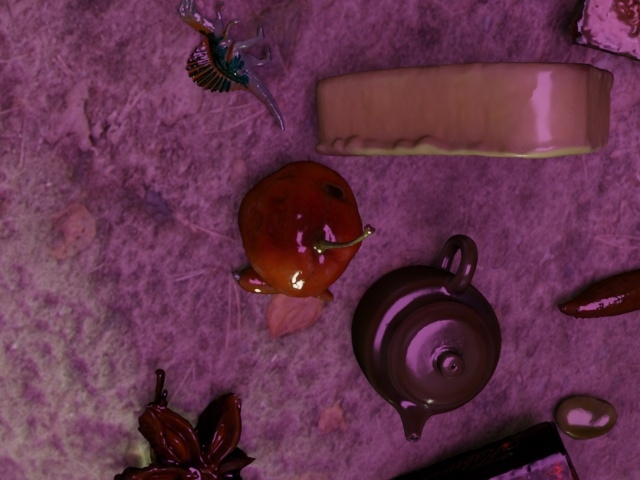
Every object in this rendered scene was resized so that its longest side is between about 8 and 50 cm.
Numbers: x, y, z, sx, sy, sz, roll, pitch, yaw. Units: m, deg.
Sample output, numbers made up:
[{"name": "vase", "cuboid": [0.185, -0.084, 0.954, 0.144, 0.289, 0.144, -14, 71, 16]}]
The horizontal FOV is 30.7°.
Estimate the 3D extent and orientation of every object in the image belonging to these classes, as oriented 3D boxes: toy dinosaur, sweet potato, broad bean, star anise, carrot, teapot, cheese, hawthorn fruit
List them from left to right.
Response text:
[{"name": "star anise", "cuboid": [-0.165, 0.299, 1.485, 0.190, 0.126, 0.220, 24, 68, -15]}, {"name": "toy dinosaur", "cuboid": [-0.113, -0.216, 1.431, 0.106, 0.044, 0.187, -9, 116, 4]}, {"name": "carrot", "cuboid": [-0.047, 0.057, 1.501, 0.142, 0.035, 0.035, 10, 99, -17]}, {"name": "hawthorn fruit", "cuboid": [0.000, 0.000, 1.367, 0.165, 0.285, 0.165, -5, 105, -20]}, {"name": "teapot", "cuboid": [0.147, 0.123, 1.479, 0.185, 0.175, 0.267, 14, 98, -16]}, {"name": "cheese", "cuboid": [0.162, -0.154, 1.391, 0.384, 0.384, 0.104, -3, 96, -10]}, {"name": "broad bean", "cuboid": [0.367, 0.246, 1.615, 0.083, 0.045, 0.063, -3, 101, -3]}, {"name": "sweet potato", "cuboid": [0.446, 0.063, 1.587, 0.264, 0.057, 0.057, -13, 104, -10]}]

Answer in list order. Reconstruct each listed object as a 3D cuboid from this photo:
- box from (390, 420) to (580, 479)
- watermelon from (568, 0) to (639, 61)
[{"name": "box", "cuboid": [0.272, 0.478, 1.573, 0.264, 0.116, 0.415, -23, 101, 8]}, {"name": "watermelon", "cuboid": [0.485, -0.336, 1.479, 0.302, 0.151, 0.264, 14, 102, 4]}]
